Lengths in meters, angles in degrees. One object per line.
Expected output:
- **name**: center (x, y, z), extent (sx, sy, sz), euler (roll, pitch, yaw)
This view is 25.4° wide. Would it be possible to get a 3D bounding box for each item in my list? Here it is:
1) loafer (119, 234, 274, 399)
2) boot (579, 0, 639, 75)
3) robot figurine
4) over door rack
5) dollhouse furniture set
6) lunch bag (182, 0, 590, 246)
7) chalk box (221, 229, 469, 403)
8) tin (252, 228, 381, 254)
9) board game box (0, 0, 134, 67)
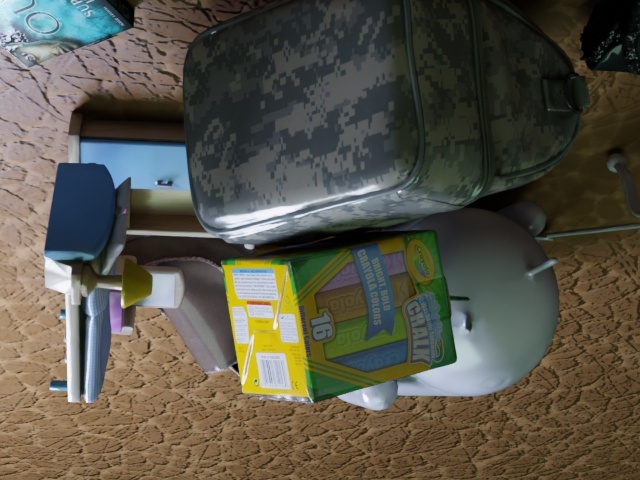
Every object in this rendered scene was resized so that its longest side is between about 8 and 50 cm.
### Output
- **loafer**: center (-0.110, 0.090, 1.713), extent (0.134, 0.130, 0.366), euler (-20, 144, 28)
- **boot**: center (0.374, -0.207, 1.270), extent (0.207, 0.094, 0.246), euler (9, 154, -24)
- **robot figurine**: center (0.130, 0.072, 1.564), extent (0.200, 0.300, 0.353), euler (43, 162, -11)
- **over door rack**: center (0.402, -0.015, 1.603), extent (0.240, 0.108, 0.324), euler (11, 161, -19)
- **dollhouse furniture set**: center (-0.162, 0.052, 1.418), extent (0.198, 0.303, 0.286), euler (2, 126, -5)
- **lunch bag**: center (0.055, -0.108, 1.291), extent (0.305, 0.212, 0.256), euler (-14, 166, 43)
- **chalk box**: center (0.037, 0.061, 1.327), extent (0.213, 0.132, 0.132), euler (-13, -175, -32)
- **tin**: center (0.000, 0.000, 1.545), extent (0.106, 0.040, 0.190), euler (-17, -172, 29)
- **board game box**: center (-0.271, -0.231, 1.274), extent (0.126, 0.026, 0.186), euler (-17, 146, 23)
